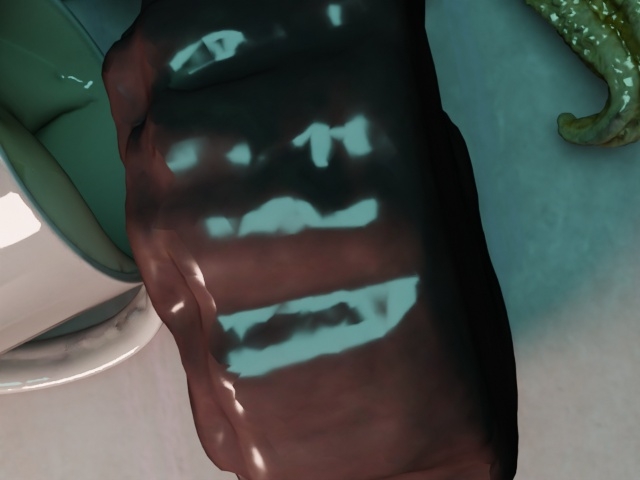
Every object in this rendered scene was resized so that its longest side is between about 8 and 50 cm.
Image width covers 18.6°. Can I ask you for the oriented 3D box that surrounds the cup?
[{"bbox_3d":[-0.277,0.011,1.317,0.327,0.323,0.237,-27,44,18],"label":"cup"}]

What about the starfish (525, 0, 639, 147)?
[{"bbox_3d":[0.062,-0.235,1.413,0.432,0.082,0.324,14,89,11],"label":"starfish"}]

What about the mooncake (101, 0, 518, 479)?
[{"bbox_3d":[0.000,0.000,1.234,0.212,0.350,0.381,-15,99,4],"label":"mooncake"}]
